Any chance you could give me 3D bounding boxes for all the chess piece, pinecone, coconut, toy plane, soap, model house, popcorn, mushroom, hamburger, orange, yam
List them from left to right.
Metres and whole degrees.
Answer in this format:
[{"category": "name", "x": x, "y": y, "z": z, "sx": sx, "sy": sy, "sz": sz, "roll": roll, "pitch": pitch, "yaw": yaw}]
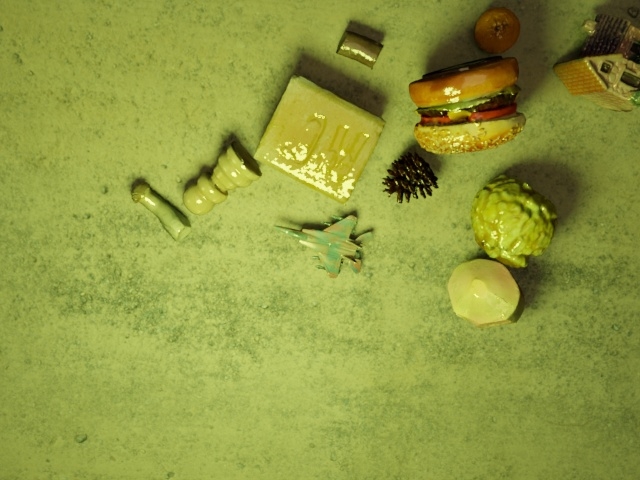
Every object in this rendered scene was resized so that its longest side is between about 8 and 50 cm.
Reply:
[{"category": "mushroom", "x": -0.514, "y": -0.097, "z": 1.794, "sx": 0.081, "sy": 0.092, "sz": 0.223, "roll": -41, "pitch": 95, "yaw": 25}, {"category": "chess piece", "x": -0.327, "y": -0.184, "z": 1.763, "sx": 0.261, "sy": 0.143, "sz": 0.143, "roll": -35, "pitch": 103, "yaw": 13}, {"category": "toy plane", "x": 0.000, "y": -0.002, "z": 1.830, "sx": 0.326, "sy": 0.104, "sz": 0.223, "roll": 18, "pitch": 102, "yaw": -2}, {"category": "soap", "x": 0.000, "y": -0.315, "z": 1.725, "sx": 0.335, "sy": 0.156, "sz": 0.293, "roll": 28, "pitch": 106, "yaw": -8}, {"category": "yam", "x": 0.120, "y": -0.584, "z": 1.696, "sx": 0.127, "sy": 0.084, "sz": 0.084, "roll": 20, "pitch": 103, "yaw": -10}, {"category": "pinecone", "x": 0.275, "y": -0.190, "z": 1.768, "sx": 0.165, "sy": 0.163, "sz": 0.163, "roll": -28, "pitch": 104, "yaw": 24}, {"category": "hamburger", "x": 0.428, "y": -0.388, "z": 1.634, "sx": 0.329, "sy": 0.330, "sz": 0.250, "roll": -16, "pitch": 106, "yaw": 2}, {"category": "coconut", "x": 0.535, "y": 0.180, "z": 1.811, "sx": 0.233, "sy": 0.233, "sz": 0.245, "roll": -48, "pitch": 145, "yaw": 9}, {"category": "orange", "x": 0.535, "y": -0.634, "z": 1.679, "sx": 0.135, "sy": 0.117, "sz": 0.136, "roll": -1, "pitch": 111, "yaw": -3}, {"category": "popcorn", "x": 0.600, "y": -0.069, "z": 1.754, "sx": 0.282, "sy": 0.282, "sz": 0.247, "roll": 43, "pitch": 111, "yaw": -11}, {"category": "model house", "x": 0.871, "y": -0.542, "z": 1.669, "sx": 0.237, "sy": 0.202, "sz": 0.237, "roll": 20, "pitch": 103, "yaw": -8}]
